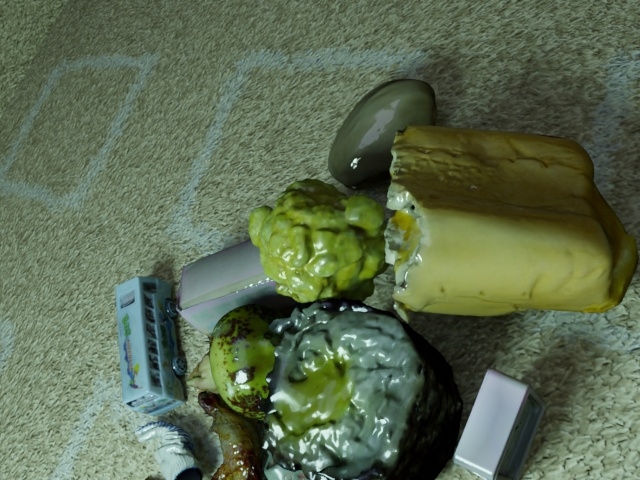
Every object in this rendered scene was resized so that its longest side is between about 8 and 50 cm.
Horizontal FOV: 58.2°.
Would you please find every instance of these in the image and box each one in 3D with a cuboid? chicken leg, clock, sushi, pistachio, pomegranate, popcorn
[{"bbox_3d":[-0.177,0.447,1.142,0.178,0.083,0.322,-21,70,40],"label":"chicken leg"},{"bbox_3d":[0.281,0.293,0.883,0.063,0.197,0.150,18,77,34],"label":"clock"},{"bbox_3d":[0.075,0.264,0.959,0.282,0.294,0.299,-6,63,28],"label":"sushi"},{"bbox_3d":[0.132,-0.237,1.251,0.288,0.166,0.197,-42,67,6],"label":"pistachio"},{"bbox_3d":[-0.154,0.245,1.140,0.277,0.204,0.221,-8,71,6],"label":"pomegranate"},{"bbox_3d":[0.000,0.000,1.004,0.242,0.250,0.234,-13,76,-2],"label":"popcorn"}]

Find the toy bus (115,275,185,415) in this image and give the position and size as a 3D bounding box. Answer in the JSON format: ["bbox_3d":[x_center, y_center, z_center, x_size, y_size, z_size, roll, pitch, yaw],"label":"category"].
[{"bbox_3d":[-0.409,0.237,1.362,0.109,0.136,0.329,-27,57,15],"label":"toy bus"}]

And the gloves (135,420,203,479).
[{"bbox_3d":[-0.321,0.450,1.223,0.229,0.097,0.119,24,113,43],"label":"gloves"}]

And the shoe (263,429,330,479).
[{"bbox_3d":[-0.048,0.428,1.075,0.103,0.100,0.251,-42,49,7],"label":"shoe"}]

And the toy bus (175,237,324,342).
[{"bbox_3d":[-0.127,0.085,1.255,0.387,0.162,0.171,-22,56,20],"label":"toy bus"}]

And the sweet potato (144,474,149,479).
[{"bbox_3d":[-0.334,0.577,1.196,0.068,0.068,0.226,-50,53,0],"label":"sweet potato"}]

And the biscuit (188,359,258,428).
[{"bbox_3d":[-0.196,0.317,1.261,0.224,0.033,0.144,38,90,37],"label":"biscuit"}]

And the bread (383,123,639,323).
[{"bbox_3d":[0.297,-0.004,0.942,0.395,0.250,0.360,6,43,3],"label":"bread"}]
